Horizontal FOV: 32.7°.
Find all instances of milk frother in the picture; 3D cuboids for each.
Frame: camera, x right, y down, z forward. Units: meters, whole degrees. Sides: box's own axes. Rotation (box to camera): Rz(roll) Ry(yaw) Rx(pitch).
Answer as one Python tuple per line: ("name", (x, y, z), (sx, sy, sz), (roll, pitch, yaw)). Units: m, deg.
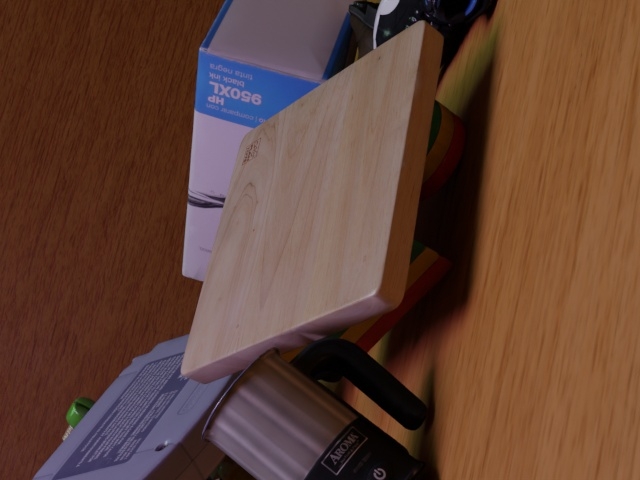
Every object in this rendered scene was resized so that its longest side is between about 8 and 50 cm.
("milk frother", (-0.003, 0.159, 0.786), (0.129, 0.135, 0.143), (-36, -22, -48))

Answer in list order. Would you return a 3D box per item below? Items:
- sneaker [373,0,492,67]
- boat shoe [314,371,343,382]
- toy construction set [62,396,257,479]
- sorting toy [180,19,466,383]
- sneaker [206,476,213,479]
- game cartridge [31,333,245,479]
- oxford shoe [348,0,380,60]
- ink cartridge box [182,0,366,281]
("sneaker", (0.099, -0.203, 0.981), (0.121, 0.079, 0.217), (-82, 12, -52))
("boat shoe", (0.007, -0.003, 1.178), (0.340, 0.127, 0.158), (-105, 36, -60))
("toy construction set", (-0.110, 0.260, 1.195), (0.237, 0.257, 0.309), (-57, 36, 27))
("sorting toy", (0.015, -0.013, 0.913), (0.255, 0.089, 0.257), (-26, 42, 46))
("sneaker", (-0.201, 0.356, 1.719), (0.147, 0.105, 0.295), (-100, -5, -58))
("game cartridge", (-0.157, 0.180, 1.066), (0.196, 0.060, 0.294), (-23, 17, 30))
("oxford shoe", (0.069, -0.225, 1.260), (0.227, 0.083, 0.096), (-90, 8, -73))
("ink cartridge box", (-0.062, -0.155, 1.473), (0.285, 0.166, 0.395), (-72, -5, -45))
